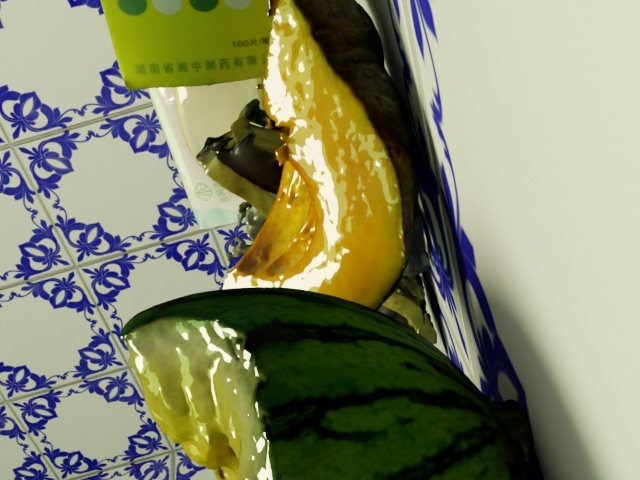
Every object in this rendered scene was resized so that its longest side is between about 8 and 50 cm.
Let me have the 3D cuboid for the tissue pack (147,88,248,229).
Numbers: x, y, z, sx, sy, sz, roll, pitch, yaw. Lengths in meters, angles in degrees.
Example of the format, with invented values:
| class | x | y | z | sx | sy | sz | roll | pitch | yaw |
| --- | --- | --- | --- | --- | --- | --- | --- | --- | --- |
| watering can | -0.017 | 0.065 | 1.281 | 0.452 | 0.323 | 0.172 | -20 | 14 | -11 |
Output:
| class | x | y | z | sx | sy | sz | roll | pitch | yaw |
| --- | --- | --- | --- | --- | --- | --- | --- | --- | --- |
| tissue pack | -0.105 | -0.224 | 1.233 | 0.194 | 0.266 | 0.357 | -72 | -32 | -63 |

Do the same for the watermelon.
| class | x | y | z | sx | sy | sz | roll | pitch | yaw |
| --- | --- | --- | --- | --- | --- | --- | --- | --- | --- |
| watermelon | 0.036 | 0.166 | 0.432 | 0.331 | 0.189 | 0.331 | -22 | -90 | -76 |

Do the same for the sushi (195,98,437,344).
| class | x | y | z | sx | sy | sz | roll | pitch | yaw |
| --- | --- | --- | --- | --- | --- | --- | --- | --- | --- |
| sushi | 0.006 | -0.004 | 0.754 | 0.291 | 0.131 | 0.139 | 42 | -161 | -18 |

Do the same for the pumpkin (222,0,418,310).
| class | x | y | z | sx | sy | sz | roll | pitch | yaw |
| --- | --- | --- | --- | --- | --- | --- | --- | --- | --- |
| pumpkin | 0.030 | -0.047 | 0.560 | 0.130 | 0.149 | 0.254 | -27 | -42 | -50 |

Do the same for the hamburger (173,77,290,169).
| class | x | y | z | sx | sy | sz | roll | pitch | yaw |
| --- | --- | --- | --- | --- | --- | --- | --- | --- | --- |
| hamburger | -0.055 | -0.196 | 0.871 | 0.294 | 0.179 | 0.276 | -92 | -3 | -53 |

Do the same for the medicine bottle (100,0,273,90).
| class | x | y | z | sx | sy | sz | roll | pitch | yaw |
| --- | --- | --- | --- | --- | --- | --- | --- | --- | --- |
| medicine bottle | -0.078 | -0.236 | 0.525 | 0.250 | 0.137 | 0.141 | 88 | -179 | -51 |

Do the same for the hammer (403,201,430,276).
| class | x | y | z | sx | sy | sz | roll | pitch | yaw |
| --- | --- | --- | --- | --- | --- | --- | --- | --- | --- |
| hammer | 0.049 | -0.096 | 0.703 | 0.103 | 0.029 | 0.246 | 71 | -175 | -57 |
